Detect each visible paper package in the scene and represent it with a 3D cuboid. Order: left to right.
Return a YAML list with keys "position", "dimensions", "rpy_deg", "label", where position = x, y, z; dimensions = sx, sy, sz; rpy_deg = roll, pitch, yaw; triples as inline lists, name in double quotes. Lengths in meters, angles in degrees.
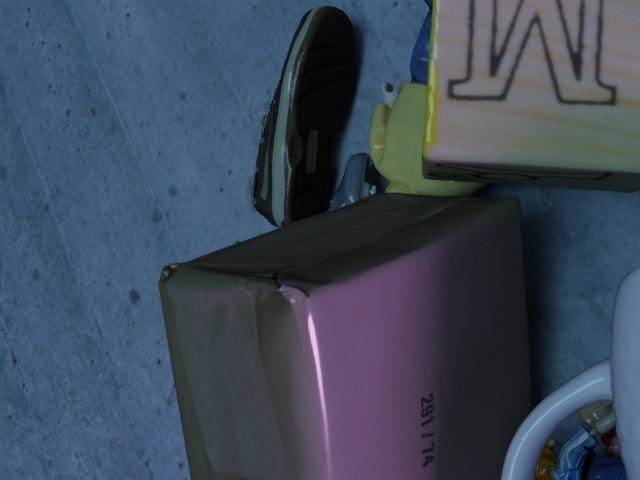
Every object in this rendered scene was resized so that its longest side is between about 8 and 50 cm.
- position: [0.044, 0.141, 0.841]
  dimensions: [0.168, 0.309, 0.324]
  rpy_deg: [7, 110, 42]
  label: "paper package"

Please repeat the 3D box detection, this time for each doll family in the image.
- position: [0.239, 0.239, 0.831]
  dimensions: [0.163, 0.118, 0.262]
  rpy_deg: [12, 93, 38]
  label: "doll family"

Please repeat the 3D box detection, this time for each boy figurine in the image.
- position: [0.125, -0.103, 0.977]
  dimensions: [0.177, 0.092, 0.285]
  rpy_deg: [19, 99, 39]
  label: "boy figurine"

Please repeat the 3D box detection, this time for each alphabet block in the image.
- position: [0.188, -0.146, 0.816]
  dimensions: [0.197, 0.192, 0.193]
  rpy_deg: [4, 87, 5]
  label: "alphabet block"

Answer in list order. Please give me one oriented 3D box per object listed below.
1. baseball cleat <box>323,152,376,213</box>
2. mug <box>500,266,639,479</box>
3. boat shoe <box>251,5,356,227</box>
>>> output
- position: [0.000, 0.000, 1.070]
  dimensions: [0.110, 0.072, 0.205]
  rpy_deg: [10, 93, 9]
  label: "baseball cleat"
- position: [0.301, 0.166, 0.658]
  dimensions: [0.374, 0.276, 0.328]
  rpy_deg: [-26, 74, 24]
  label: "mug"
- position: [-0.032, -0.141, 1.114]
  dimensions: [0.095, 0.095, 0.257]
  rpy_deg: [18, 98, 46]
  label: "boat shoe"
